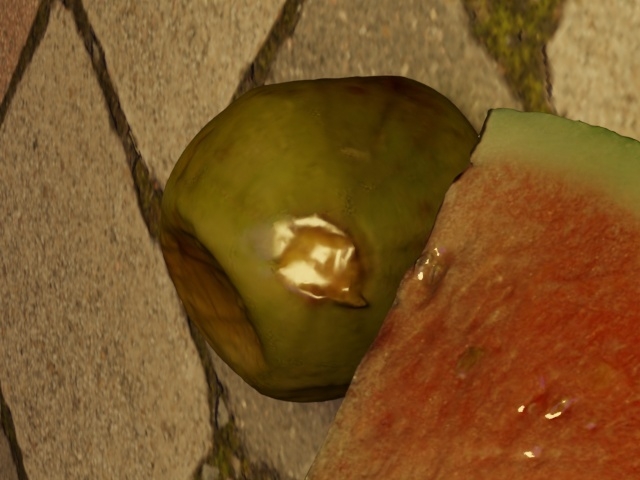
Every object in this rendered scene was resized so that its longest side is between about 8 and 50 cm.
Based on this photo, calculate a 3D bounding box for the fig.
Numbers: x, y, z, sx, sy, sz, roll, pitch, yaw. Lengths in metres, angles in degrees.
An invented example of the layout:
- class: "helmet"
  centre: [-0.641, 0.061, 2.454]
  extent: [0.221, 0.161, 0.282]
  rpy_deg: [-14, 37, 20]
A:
- class: "fig"
  centre: [0.000, 0.000, 0.674]
  extent: [0.165, 0.154, 0.144]
  rpy_deg: [-14, -91, -77]

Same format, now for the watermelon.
- class: "watermelon"
  centre: [0.088, 0.092, 0.533]
  extent: [0.260, 0.176, 0.256]
  rpy_deg: [9, 110, 36]
